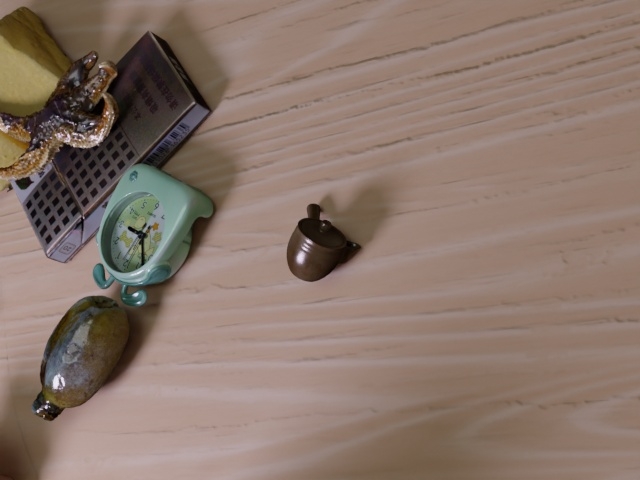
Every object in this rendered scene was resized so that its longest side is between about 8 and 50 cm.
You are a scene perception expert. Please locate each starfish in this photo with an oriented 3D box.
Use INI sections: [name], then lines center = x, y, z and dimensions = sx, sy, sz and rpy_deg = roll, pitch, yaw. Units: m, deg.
[starfish]
center = -0.394, -0.179, 1.731
dimensions = 0.216, 0.071, 0.238
rpy_deg = 24, 71, 38

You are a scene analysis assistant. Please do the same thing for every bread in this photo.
[bread]
center = -0.515, -0.227, 1.891
dimensions = 0.263, 0.198, 0.236
rpy_deg = -44, 23, 9

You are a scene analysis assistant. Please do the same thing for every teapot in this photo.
[teapot]
center = 0.000, 0.000, 1.477
dimensions = 0.110, 0.085, 0.080
rpy_deg = -100, 32, -57

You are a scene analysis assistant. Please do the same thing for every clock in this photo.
[clock]
center = -0.243, -0.005, 1.632
dimensions = 0.148, 0.060, 0.188
rpy_deg = 30, 92, 37

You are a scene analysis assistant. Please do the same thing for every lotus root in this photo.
[lotus root]
center = -0.332, 0.164, 1.618
dimensions = 0.192, 0.088, 0.113
rpy_deg = -59, 36, 4

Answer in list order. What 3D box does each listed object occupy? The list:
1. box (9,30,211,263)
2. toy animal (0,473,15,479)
[box]
center = -0.315, -0.137, 1.738
dimensions = 0.325, 0.047, 0.180
rpy_deg = -44, 54, 13
[toy animal]
center = -0.511, 0.351, 1.628
dimensions = 0.171, 0.171, 0.197
rpy_deg = 5, 116, 36
